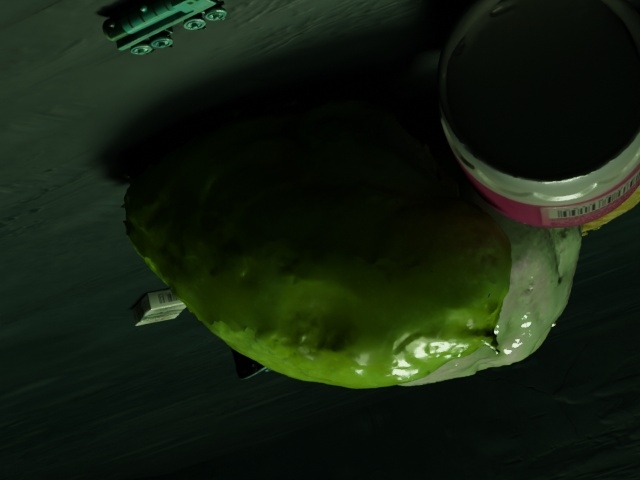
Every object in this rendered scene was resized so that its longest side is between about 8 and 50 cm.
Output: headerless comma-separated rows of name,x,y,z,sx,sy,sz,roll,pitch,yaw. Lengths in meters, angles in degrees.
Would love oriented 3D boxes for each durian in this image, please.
durian,0.000,0.000,1.492,0.256,0.340,0.204,-38,149,-5

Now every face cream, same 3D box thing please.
face cream,0.182,-0.107,1.378,0.175,0.175,0.195,-17,169,5

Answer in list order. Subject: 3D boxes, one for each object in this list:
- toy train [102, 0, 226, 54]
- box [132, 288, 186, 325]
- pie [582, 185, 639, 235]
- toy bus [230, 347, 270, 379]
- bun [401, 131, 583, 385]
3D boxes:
toy train,-0.103,-0.149,1.162,0.092,0.029,0.045,-21,160,28
box,-0.196,0.081,2.154,0.054,0.024,0.083,-13,168,-23
pie,0.343,-0.064,2.101,0.128,0.068,0.282,-14,165,-13
toy bus,-0.055,0.033,1.713,0.106,0.185,0.090,-12,169,-33
bun,0.156,0.026,1.680,0.187,0.293,0.293,29,152,-14
